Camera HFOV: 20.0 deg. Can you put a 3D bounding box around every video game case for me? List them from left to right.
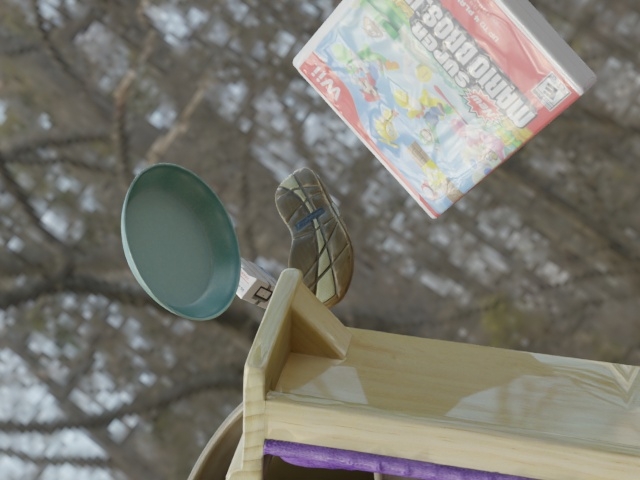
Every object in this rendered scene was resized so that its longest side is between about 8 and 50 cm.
[{"bbox_3d":[0.100,-0.150,1.598,0.025,0.204,0.285,-42,-1,-31],"label":"video game case"}]

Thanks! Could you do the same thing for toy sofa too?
[{"bbox_3d":[0.122,0.150,1.339,0.150,0.362,0.177,-70,-14,-59],"label":"toy sofa"}]

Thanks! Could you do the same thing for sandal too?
[{"bbox_3d":[0.000,0.000,1.876,0.072,0.180,0.049,-31,-43,15],"label":"sandal"}]

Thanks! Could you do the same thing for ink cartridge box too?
[{"bbox_3d":[-0.076,0.042,1.892,0.028,0.048,0.083,-52,-33,7],"label":"ink cartridge box"}]

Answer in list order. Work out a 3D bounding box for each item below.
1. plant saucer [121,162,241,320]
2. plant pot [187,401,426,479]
[{"bbox_3d":[-0.106,0.003,1.316,0.021,0.119,0.119,-21,4,36],"label":"plant saucer"},{"bbox_3d":[0.053,0.311,1.619,0.280,0.323,0.323,25,-77,-32],"label":"plant pot"}]
